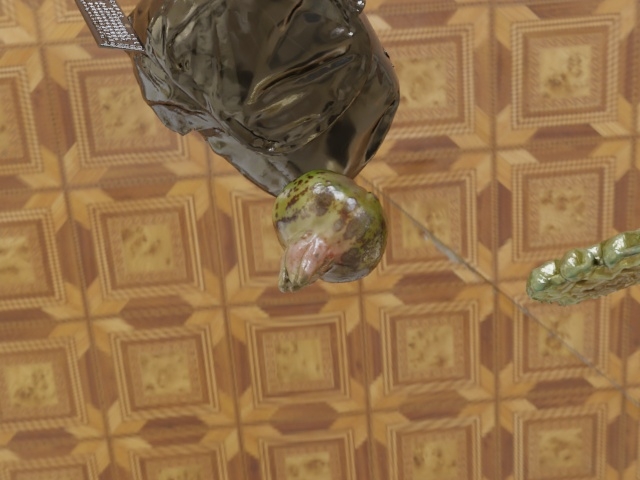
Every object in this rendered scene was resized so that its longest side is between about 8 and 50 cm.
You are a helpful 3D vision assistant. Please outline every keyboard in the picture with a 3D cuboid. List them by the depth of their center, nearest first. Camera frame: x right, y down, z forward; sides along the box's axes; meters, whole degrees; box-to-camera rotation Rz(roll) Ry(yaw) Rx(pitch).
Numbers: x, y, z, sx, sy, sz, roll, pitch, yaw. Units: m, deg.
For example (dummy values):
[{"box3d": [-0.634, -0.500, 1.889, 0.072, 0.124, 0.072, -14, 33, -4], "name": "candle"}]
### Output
[{"box3d": [-0.276, -0.288, 1.263, 0.063, 0.198, 0.010, 0, 126, -30], "name": "keyboard"}]

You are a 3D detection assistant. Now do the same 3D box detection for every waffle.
[{"box3d": [0.435, 0.031, 1.411, 0.291, 0.309, 0.056, -21, 73, 17], "name": "waffle"}]

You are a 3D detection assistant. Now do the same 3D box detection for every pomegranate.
[{"box3d": [0.009, -0.008, 1.127, 0.125, 0.163, 0.138, -41, 101, 22], "name": "pomegranate"}]

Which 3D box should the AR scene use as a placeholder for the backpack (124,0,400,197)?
[{"box3d": [-0.059, -0.247, 1.451, 0.363, 0.255, 0.446, -44, 124, -9], "name": "backpack"}]
